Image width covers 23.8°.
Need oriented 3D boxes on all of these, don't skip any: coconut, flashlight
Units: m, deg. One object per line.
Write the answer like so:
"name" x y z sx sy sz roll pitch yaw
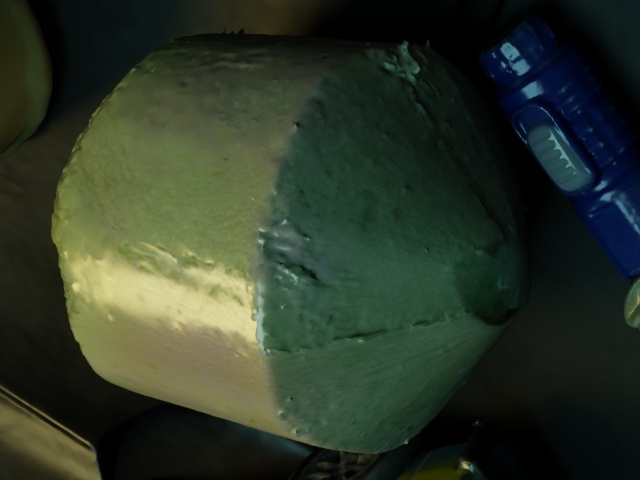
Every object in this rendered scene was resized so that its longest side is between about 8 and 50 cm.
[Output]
"coconut" 0.000 0.000 0.416 0.122 0.116 0.116 10 127 34
"flashlight" 0.084 -0.007 0.409 0.057 0.035 0.121 -28 104 44

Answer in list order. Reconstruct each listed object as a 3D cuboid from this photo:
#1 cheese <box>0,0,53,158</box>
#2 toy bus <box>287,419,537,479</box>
"cheese" -0.313 -0.097 0.558 0.384 0.104 0.384 18 130 22
"toy bus" -0.043 0.180 0.532 0.288 0.175 0.138 -20 110 41
